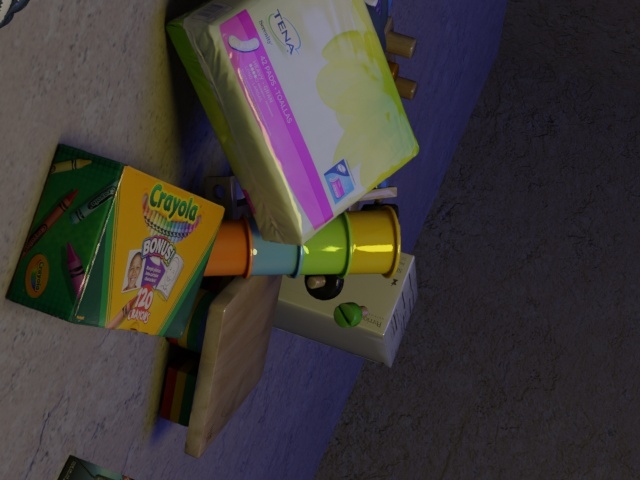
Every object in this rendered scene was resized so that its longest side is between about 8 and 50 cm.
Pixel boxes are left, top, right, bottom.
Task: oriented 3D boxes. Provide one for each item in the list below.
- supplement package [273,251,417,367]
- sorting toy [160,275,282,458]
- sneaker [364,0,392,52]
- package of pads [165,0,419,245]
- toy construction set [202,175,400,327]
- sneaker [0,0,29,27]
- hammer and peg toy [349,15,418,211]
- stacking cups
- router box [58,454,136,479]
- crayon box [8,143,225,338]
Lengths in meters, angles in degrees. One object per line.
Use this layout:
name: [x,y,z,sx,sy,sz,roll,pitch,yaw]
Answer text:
supplement package: [0.014,0.082,2.109,0.204,0.262,0.145,73,36,-69]
sorting toy: [-0.151,0.142,1.879,0.257,0.089,0.255,-49,154,-61]
sneaker: [0.057,-0.390,1.919,0.323,0.130,0.236,103,8,-49]
package of pads: [-0.020,-0.177,1.504,0.229,0.101,0.296,-39,118,-30]
toy construction set: [-0.034,-0.066,1.707,0.237,0.257,0.309,-7,124,-58]
sneaker: [-0.247,-0.175,0.874,0.148,0.131,0.350,49,60,-71]
hammer and peg toy: [0.059,-0.188,2.243,0.266,0.127,0.361,72,38,-73]
stacking cups: [-0.064,0.001,1.585,0.096,0.316,0.096,180,-90,-76]
router box: [-0.287,0.334,1.548,0.038,0.092,0.122,85,26,-61]
crayon box: [-0.210,0.009,1.371,0.278,0.081,0.165,23,84,-71]
